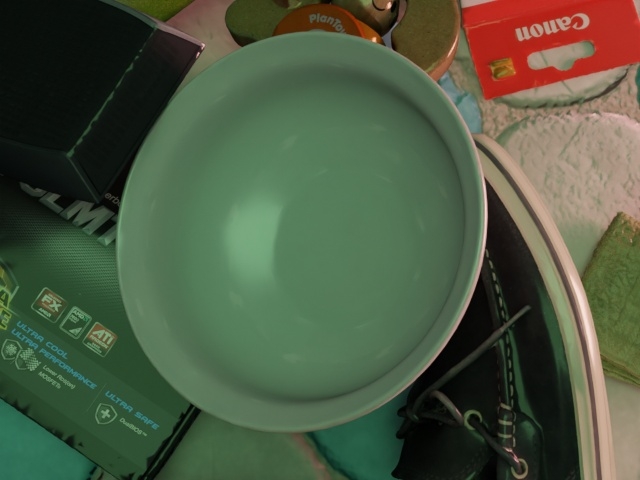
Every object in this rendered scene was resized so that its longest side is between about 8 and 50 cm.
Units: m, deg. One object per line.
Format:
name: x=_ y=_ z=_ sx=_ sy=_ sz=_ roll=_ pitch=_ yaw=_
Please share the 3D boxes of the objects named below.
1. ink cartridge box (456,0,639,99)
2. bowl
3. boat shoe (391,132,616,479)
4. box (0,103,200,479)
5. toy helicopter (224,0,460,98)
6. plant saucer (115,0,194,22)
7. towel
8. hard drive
ink cartridge box: x=0.214 y=-0.268 z=0.983 sx=0.181 sy=0.056 sz=0.225 roll=-14 pitch=80 yaw=-5
bowl: x=0.000 y=0.000 z=0.792 sx=0.297 sy=0.134 sz=0.298 roll=-4 pitch=79 yaw=24
boat shoe: x=0.138 y=0.157 z=0.843 sx=0.156 sy=0.187 sz=0.500 roll=-7 pitch=86 yaw=-10
box: x=-0.191 y=0.018 z=0.906 sx=0.295 sy=0.073 sz=0.293 roll=35 pitch=81 yaw=3
toy helicopter: x=-0.003 y=-0.276 z=0.938 sx=0.235 sy=0.140 sz=0.355 roll=-38 pitch=72 yaw=-2
plant saucer: x=-0.165 y=-0.292 z=0.915 sx=0.188 sy=0.045 sz=0.188 roll=-30 pitch=71 yaw=20
towel: x=0.290 y=0.056 z=0.944 sx=0.110 sy=0.027 sz=0.148 roll=27 pitch=81 yaw=2
hard drive: x=-0.230 y=-0.136 z=0.842 sx=0.254 sy=0.054 sz=0.172 roll=21 pitch=73 yaw=38
